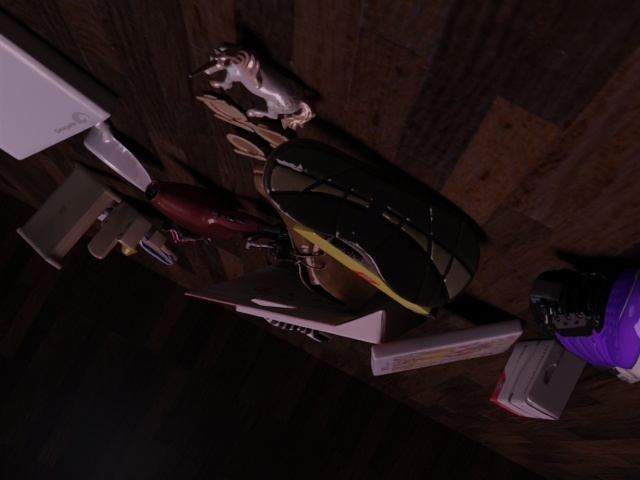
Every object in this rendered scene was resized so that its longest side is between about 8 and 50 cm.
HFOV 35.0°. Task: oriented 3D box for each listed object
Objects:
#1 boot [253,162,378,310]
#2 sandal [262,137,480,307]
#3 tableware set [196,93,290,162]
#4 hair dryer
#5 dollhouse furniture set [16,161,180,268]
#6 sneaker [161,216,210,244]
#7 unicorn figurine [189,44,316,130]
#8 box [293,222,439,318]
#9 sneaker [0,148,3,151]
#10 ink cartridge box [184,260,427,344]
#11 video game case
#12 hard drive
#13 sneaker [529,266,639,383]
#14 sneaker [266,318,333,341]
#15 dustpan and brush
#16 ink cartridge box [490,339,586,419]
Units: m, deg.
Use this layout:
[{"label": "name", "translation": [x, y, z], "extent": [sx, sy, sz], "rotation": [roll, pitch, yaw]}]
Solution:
[{"label": "boot", "translation": [0.000, 0.000, 1.409], "extent": [0.112, 0.115, 0.305], "rotation": [19, 165, 45]}, {"label": "sandal", "translation": [0.067, -0.032, 1.179], "extent": [0.303, 0.120, 0.086], "rotation": [35, -165, -22]}, {"label": "tableware set", "translation": [-0.073, -0.126, 1.259], "extent": [0.141, 0.020, 0.169], "rotation": [23, 168, 28]}, {"label": "hair dryer", "translation": [-0.147, -0.046, 1.686], "extent": [0.293, 0.080, 0.223], "rotation": [15, 167, -7]}, {"label": "dollhouse furniture set", "translation": [-0.448, 0.024, 2.222], "extent": [0.286, 0.198, 0.303], "rotation": [36, 174, 38]}, {"label": "sneaker", "translation": [-0.290, -0.015, 2.174], "extent": [0.119, 0.057, 0.047], "rotation": [34, 165, -30]}, {"label": "unicorn figurine", "translation": [-0.070, -0.162, 1.023], "extent": [0.162, 0.060, 0.111], "rotation": [16, 175, -27]}, {"label": "box", "translation": [0.078, 0.011, 1.340], "extent": [0.232, 0.087, 0.058], "rotation": [34, 168, -31]}, {"label": "sneaker", "translation": [-0.721, -0.237, 2.144], "extent": [0.152, 0.084, 0.058], "rotation": [27, 169, 8]}, {"label": "ink cartridge box", "translation": [-0.021, 0.106, 1.611], "extent": [0.296, 0.066, 0.261], "rotation": [10, -163, 35]}, {"label": "video game case", "translation": [0.193, 0.171, 1.597], "extent": [0.227, 0.026, 0.206], "rotation": [-11, 166, 0]}, {"label": "hard drive", "translation": [-0.495, -0.251, 1.425], "extent": [0.233, 0.047, 0.353], "rotation": [-16, 141, 37]}, {"label": "sneaker", "translation": [0.292, 0.077, 1.078], "extent": [0.146, 0.102, 0.293], "rotation": [26, 169, 14]}, {"label": "sneaker", "translation": [-0.095, 0.140, 2.287], "extent": [0.162, 0.106, 0.281], "rotation": [21, 168, 45]}, {"label": "dustpan and brush", "translation": [-0.353, -0.162, 1.709], "extent": [0.147, 0.060, 0.211], "rotation": [38, 178, 15]}, {"label": "ink cartridge box", "translation": [0.334, 0.214, 1.562], "extent": [0.063, 0.109, 0.150], "rotation": [31, 169, -6]}]
